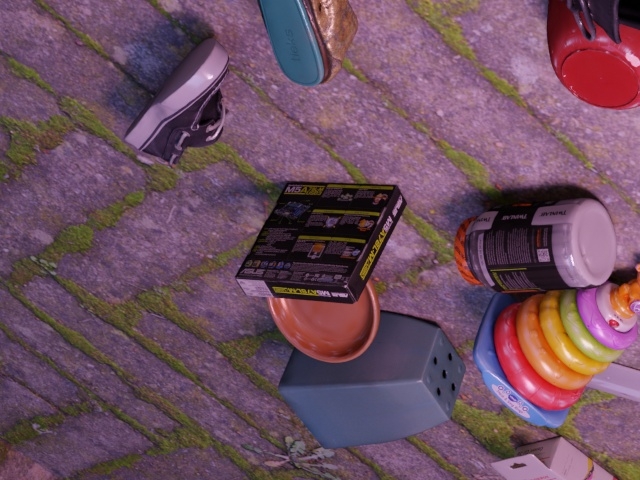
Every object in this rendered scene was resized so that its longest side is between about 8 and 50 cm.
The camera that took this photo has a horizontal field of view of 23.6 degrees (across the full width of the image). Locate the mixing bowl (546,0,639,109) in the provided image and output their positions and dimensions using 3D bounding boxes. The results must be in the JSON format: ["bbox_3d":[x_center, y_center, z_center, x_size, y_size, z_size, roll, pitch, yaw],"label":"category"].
[{"bbox_3d":[0.317,-0.207,1.649,0.181,0.098,0.181,19,147,13],"label":"mixing bowl"}]

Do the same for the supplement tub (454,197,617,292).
[{"bbox_3d":[0.274,0.008,1.974,0.190,0.117,0.117,-4,136,41],"label":"supplement tub"}]

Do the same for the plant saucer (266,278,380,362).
[{"bbox_3d":[0.007,0.087,2.302,0.200,0.037,0.200,15,119,29],"label":"plant saucer"}]

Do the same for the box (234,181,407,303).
[{"bbox_3d":[0.000,0.000,2.109,0.191,0.184,0.045,2,138,34],"label":"box"}]

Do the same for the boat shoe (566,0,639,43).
[{"bbox_3d":[0.287,-0.291,1.499,0.500,0.156,0.187,18,149,18],"label":"boat shoe"}]

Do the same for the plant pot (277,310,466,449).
[{"bbox_3d":[0.093,0.212,2.374,0.234,0.165,0.165,-5,136,33],"label":"plant pot"}]

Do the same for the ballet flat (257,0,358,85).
[{"bbox_3d":[-0.033,-0.331,1.724,0.123,0.123,0.348,10,141,27],"label":"ballet flat"}]

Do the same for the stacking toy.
[{"bbox_3d":[0.364,0.110,2.054,0.175,0.165,0.302,41,132,-13],"label":"stacking toy"}]

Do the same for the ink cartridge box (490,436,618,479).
[{"bbox_3d":[0.386,0.383,2.479,0.198,0.067,0.115,38,147,-18],"label":"ink cartridge box"}]

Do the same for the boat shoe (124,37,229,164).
[{"bbox_3d":[-0.172,-0.174,2.063,0.102,0.108,0.301,35,150,-12],"label":"boat shoe"}]

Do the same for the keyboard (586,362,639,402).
[{"bbox_3d":[0.487,0.217,2.217,0.256,0.014,0.072,16,141,19],"label":"keyboard"}]
